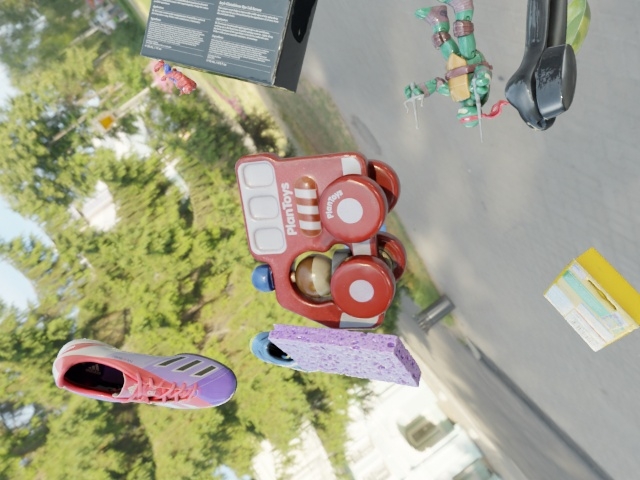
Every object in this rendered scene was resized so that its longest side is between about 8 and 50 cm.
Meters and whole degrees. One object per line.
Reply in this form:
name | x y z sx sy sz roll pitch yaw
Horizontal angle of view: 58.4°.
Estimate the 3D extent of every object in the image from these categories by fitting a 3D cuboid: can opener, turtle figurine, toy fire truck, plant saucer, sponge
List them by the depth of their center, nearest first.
can opener | 0.232 -0.200 0.585 0.059 0.185 0.073 24 159 -40
sponge | 0.036 0.172 0.867 0.210 0.031 0.117 1 145 31
turtle figurine | 0.215 -0.265 0.913 0.175 0.118 0.233 -5 97 53
toy fire truck | 0.000 0.000 0.935 0.169 0.254 0.301 -48 -47 -66
plant saucer | 0.603 -0.486 1.434 0.037 0.240 0.241 22 179 -4

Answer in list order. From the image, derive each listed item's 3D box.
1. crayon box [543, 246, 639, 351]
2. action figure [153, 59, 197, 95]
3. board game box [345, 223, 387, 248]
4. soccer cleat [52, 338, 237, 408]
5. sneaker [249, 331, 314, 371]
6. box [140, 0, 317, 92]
crayon box | 0.684 0.147 1.415 0.203 0.083 0.323 53 175 21
action figure | -0.194 -0.216 0.772 0.038 0.030 0.115 31 -175 -39
board game box | 0.110 0.024 1.194 0.033 0.133 0.168 7 -120 -36
soccer cleat | -0.300 0.249 1.003 0.319 0.108 0.116 15 -177 -17
sneaker | -0.045 0.239 1.195 0.210 0.069 0.082 19 171 -31
box | -0.153 -0.369 0.963 0.262 0.184 0.103 18 -167 18
